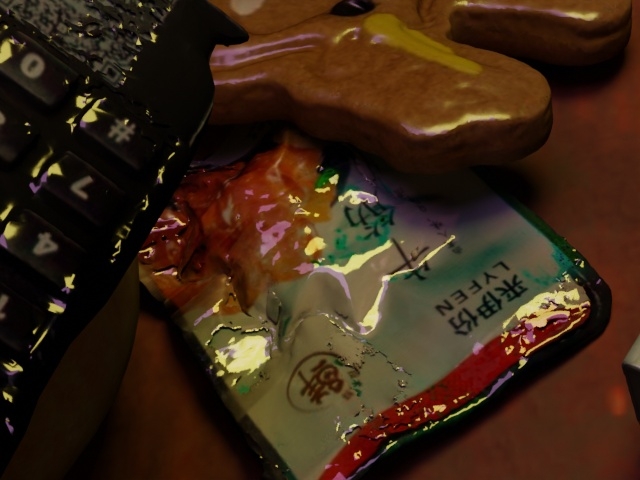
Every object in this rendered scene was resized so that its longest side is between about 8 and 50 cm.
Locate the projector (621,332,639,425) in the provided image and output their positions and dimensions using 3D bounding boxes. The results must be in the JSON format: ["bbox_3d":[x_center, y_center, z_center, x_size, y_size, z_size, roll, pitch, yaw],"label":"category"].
[{"bbox_3d":[0.203,0.043,0.628,0.147,0.061,0.115,20,59,33],"label":"projector"}]

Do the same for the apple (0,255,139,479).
[{"bbox_3d":[-0.206,0.012,0.695,0.257,0.234,0.256,-8,56,12],"label":"apple"}]

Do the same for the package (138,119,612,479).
[{"bbox_3d":[0.000,0.000,0.758,0.166,0.040,0.232,-32,48,-11],"label":"package"}]

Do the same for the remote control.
[{"bbox_3d":[-0.158,0.039,0.501,0.145,0.062,0.398,36,53,-9],"label":"remote control"}]

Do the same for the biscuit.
[{"bbox_3d":[-0.004,-0.111,0.826,0.295,0.044,0.186,13,39,28],"label":"biscuit"}]
